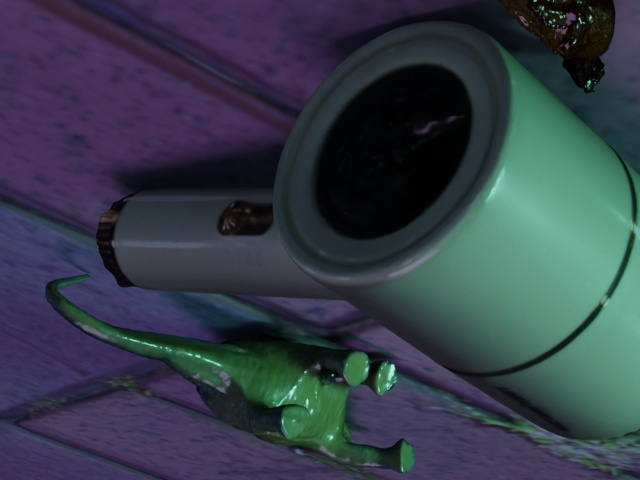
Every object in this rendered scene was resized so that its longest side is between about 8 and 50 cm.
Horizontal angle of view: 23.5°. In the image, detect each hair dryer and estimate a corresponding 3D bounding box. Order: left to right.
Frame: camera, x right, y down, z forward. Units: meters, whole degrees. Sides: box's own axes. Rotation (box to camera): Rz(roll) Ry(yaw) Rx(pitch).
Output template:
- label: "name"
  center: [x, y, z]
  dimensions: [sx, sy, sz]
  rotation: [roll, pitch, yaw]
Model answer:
- label: "hair dryer"
  center: [0.000, 0.000, 0.781]
  dimensions: [0.362, 0.128, 0.203]
  rotation: [1, 156, 43]

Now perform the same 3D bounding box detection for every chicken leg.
- label: "chicken leg"
  center: [0.084, -0.095, 0.599]
  dimensions: [0.145, 0.037, 0.062]
  rotation: [34, 171, -40]

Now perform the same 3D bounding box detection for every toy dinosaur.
- label: "toy dinosaur"
  center: [-0.029, 0.109, 1.077]
  dimensions: [0.147, 0.076, 0.363]
  rotation: [1, 159, 40]
